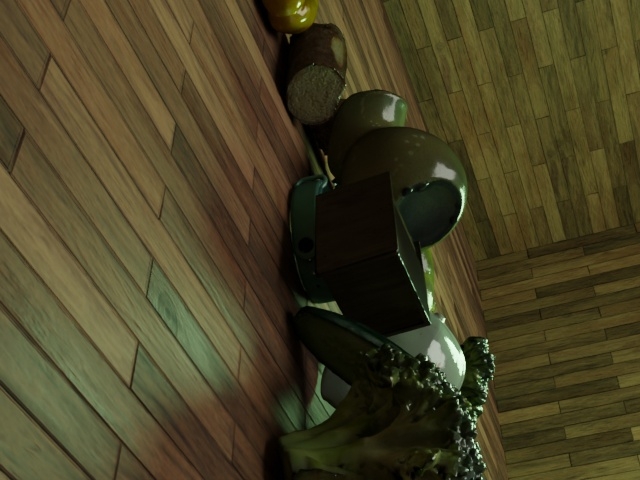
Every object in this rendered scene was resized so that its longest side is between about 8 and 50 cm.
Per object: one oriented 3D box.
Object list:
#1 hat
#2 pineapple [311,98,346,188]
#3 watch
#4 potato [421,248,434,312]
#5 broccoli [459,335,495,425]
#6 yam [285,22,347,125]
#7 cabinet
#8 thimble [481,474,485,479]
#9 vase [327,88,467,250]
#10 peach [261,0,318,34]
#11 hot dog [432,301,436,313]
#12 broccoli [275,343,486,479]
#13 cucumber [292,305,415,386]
[{"bbox_3d":[0.131,0.231,1.681,0.257,0.168,0.301,40,28,-3],"label":"hat"},{"bbox_3d":[0.046,-0.171,2.084,0.125,0.125,0.251,-78,161,-61],"label":"pineapple"},{"bbox_3d":[0.000,0.000,1.795,0.195,0.068,0.237,43,39,-61],"label":"watch"},{"bbox_3d":[0.168,0.080,2.153,0.143,0.169,0.248,130,-32,-62],"label":"potato"},{"bbox_3d":[0.216,0.306,2.005,0.248,0.245,0.288,-156,-95,-75],"label":"broccoli"},{"bbox_3d":[-0.009,-0.345,1.976,0.128,0.129,0.238,47,24,-27],"label":"yam"},{"bbox_3d":[0.082,0.030,1.660,0.215,0.148,0.175,-90,158,-50],"label":"cabinet"},{"bbox_3d":[0.198,0.465,1.803,0.172,0.205,0.237,39,36,-65],"label":"thimble"},{"bbox_3d":[0.116,-0.093,1.943,0.240,0.329,0.302,10,29,-34],"label":"vase"},{"bbox_3d":[-0.067,-0.490,1.929,0.179,0.103,0.179,-12,90,-74],"label":"peach"},{"bbox_3d":[0.280,0.231,2.641,0.109,0.072,0.270,58,24,-58],"label":"hot dog"},{"bbox_3d":[0.090,0.322,1.391,0.334,0.271,0.324,-109,179,-48],"label":"broccoli"},{"bbox_3d":[0.066,0.173,1.563,0.063,0.243,0.115,-38,154,-46],"label":"cucumber"}]
